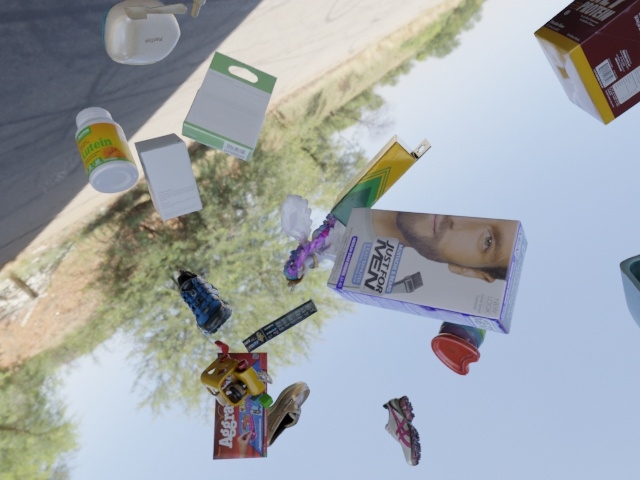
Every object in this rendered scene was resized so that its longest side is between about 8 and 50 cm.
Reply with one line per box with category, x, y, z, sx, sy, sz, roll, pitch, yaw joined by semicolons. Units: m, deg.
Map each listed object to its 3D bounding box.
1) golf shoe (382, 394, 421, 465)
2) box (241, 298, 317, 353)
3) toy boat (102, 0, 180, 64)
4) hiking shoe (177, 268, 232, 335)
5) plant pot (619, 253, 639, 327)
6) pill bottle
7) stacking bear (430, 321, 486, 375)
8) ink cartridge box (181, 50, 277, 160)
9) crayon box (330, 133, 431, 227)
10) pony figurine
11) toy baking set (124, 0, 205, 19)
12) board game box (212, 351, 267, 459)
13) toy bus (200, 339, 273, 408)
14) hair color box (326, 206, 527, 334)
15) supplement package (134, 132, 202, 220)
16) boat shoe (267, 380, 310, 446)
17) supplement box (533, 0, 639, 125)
golf shoe;0.223;0.525;1.303;0.086;0.067;0.186;-23;-135;16
box;-0.136;0.287;1.591;0.220;0.051;0.175;-26;171;-37
toy boat;-0.524;-0.679;1.382;0.267;0.148;0.318;-38;152;-55
hiking shoe;-0.357;0.180;1.393;0.113;0.132;0.304;-49;-153;-8
plant pot;0.734;0.157;0.867;0.247;0.252;0.247;-22;-137;11
pill bottle;-0.643;-0.273;1.413;0.137;0.245;0.136;-24;158;-10
stacking bear;0.533;0.307;1.710;0.289;0.164;0.175;-44;157;-34
ink cartridge box;-0.218;-0.330;1.163;0.056;0.171;0.234;134;-28;-61
crayon box;0.172;-0.194;1.390;0.323;0.083;0.203;-45;-173;18
pony figurine;0.000;0.000;1.820;0.363;0.303;0.350;-30;141;-58
toy baking set;-0.335;-0.567;1.017;0.256;0.197;0.030;129;-30;-53
board game box;-0.221;0.455;1.325;0.027;0.145;0.280;116;-26;-63
toy bus;-0.224;0.368;1.210;0.104;0.191;0.202;-43;156;-31
hair color box;0.199;0.047;0.916;0.339;0.110;0.185;8;-110;32
supplement package;-0.374;-0.158;1.171;0.105;0.179;0.105;-20;-148;-21
boat shoe;-0.130;0.657;1.790;0.110;0.121;0.341;19;-152;28
supplement box;0.545;-0.362;0.872;0.194;0.191;0.129;-38;-146;19
